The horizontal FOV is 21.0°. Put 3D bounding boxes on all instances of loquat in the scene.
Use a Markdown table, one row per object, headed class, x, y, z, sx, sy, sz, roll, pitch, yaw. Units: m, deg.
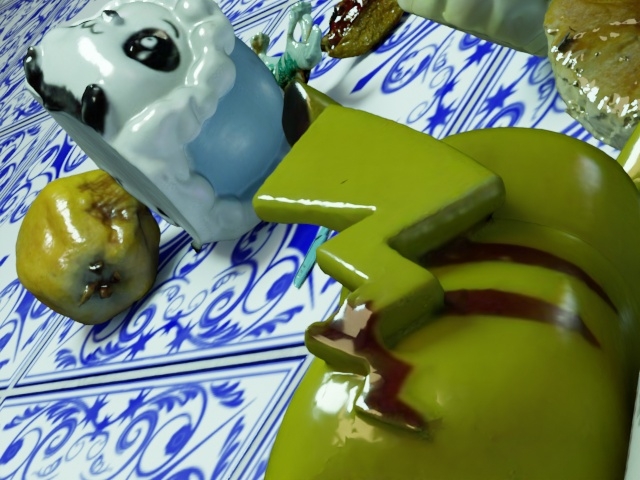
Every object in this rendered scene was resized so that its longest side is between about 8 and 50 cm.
| class | x | y | z | sx | sy | sz | roll | pitch | yaw |
| --- | --- | --- | --- | --- | --- | --- | --- | --- | --- |
| loquat | -0.193 | 0.007 | 1.447 | 0.137 | 0.113 | 0.137 | -19 | 44 | 19 |

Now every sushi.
| class | x | y | z | sx | sy | sz | roll | pitch | yaw |
| --- | --- | --- | --- | --- | --- | --- | --- | --- | --- |
| sushi | 0.036 | -0.190 | 1.453 | 0.099 | 0.047 | 0.050 | -51 | 21 | 0 |

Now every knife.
| class | x | y | z | sx | sy | sz | roll | pitch | yaw |
| --- | --- | --- | --- | --- | --- | --- | --- | --- | --- |
| knife | 0.000 | 0.000 | 1.229 | 0.014 | 0.005 | 0.091 | -23 | 31 | 50 |

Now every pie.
| class | x | y | z | sx | sy | sz | roll | pitch | yaw |
| --- | --- | --- | --- | --- | --- | --- | --- | --- | --- |
| pie | 0.209 | -0.130 | 0.956 | 0.195 | 0.046 | 0.195 | -22 | 42 | 21 |

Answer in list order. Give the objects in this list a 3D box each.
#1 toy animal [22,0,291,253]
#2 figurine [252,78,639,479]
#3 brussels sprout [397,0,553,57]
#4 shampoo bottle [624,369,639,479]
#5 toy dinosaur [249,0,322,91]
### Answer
| class | x | y | z | sx | sy | sz | roll | pitch | yaw |
| --- | --- | --- | --- | --- | --- | --- | --- | --- | --- |
| toy animal | -0.114 | -0.109 | 1.346 | 0.156 | 0.204 | 0.208 | -46 | 41 | -11 |
| figurine | 0.063 | 0.040 | 0.774 | 0.218 | 0.169 | 0.326 | 5 | 32 | 11 |
| brussels sprout | 0.159 | -0.275 | 1.127 | 0.316 | 0.243 | 0.273 | -46 | 52 | 14 |
| shampoo bottle | 0.163 | 0.079 | 0.624 | 0.104 | 0.104 | 0.278 | -31 | 25 | 35 |
| toy dinosaur | -0.025 | -0.130 | 1.438 | 0.187 | 0.044 | 0.106 | 114 | 145 | -44 |
